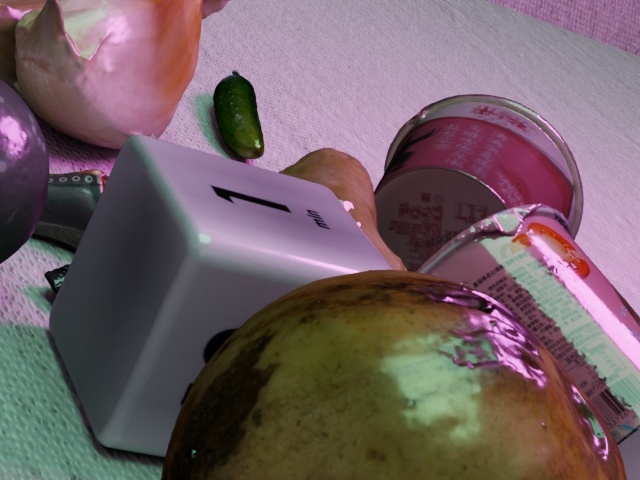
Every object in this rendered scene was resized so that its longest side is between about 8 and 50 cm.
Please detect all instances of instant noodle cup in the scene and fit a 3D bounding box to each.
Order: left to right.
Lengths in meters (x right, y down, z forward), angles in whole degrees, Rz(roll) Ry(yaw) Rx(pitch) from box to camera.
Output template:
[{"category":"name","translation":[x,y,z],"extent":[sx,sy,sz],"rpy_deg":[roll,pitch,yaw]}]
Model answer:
[{"category":"instant noodle cup","translation":[0.153,-0.023,1.808],"extent":[0.235,0.234,0.178],"rpy_deg":[29,29,9]},{"category":"instant noodle cup","translation":[0.197,0.129,1.442],"extent":[0.243,0.243,0.231],"rpy_deg":[2,37,-49]}]

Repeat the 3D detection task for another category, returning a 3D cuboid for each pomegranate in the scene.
[{"category":"pomegranate","translation":[0.053,0.168,1.073],"extent":[0.322,0.322,0.322],"rpy_deg":[23,19,-9]}]

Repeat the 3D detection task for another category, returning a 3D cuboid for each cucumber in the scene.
[{"category":"cucumber","translation":[-0.103,-0.159,2.065],"extent":[0.056,0.056,0.250],"rpy_deg":[20,21,-17]}]

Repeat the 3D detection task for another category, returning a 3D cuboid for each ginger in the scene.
[{"category":"ginger","translation":[0.000,0.000,1.665],"extent":[0.152,0.138,0.267],"rpy_deg":[29,26,-39]}]

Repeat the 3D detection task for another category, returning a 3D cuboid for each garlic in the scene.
[{"category":"garlic","translation":[-0.260,-0.228,1.815],"extent":[0.286,0.249,0.313],"rpy_deg":[43,40,0]}]

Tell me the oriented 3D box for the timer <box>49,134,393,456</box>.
[{"category":"timer","translation":[-0.079,0.054,1.327],"extent":[0.195,0.192,0.194],"rpy_deg":[14,22,-31]}]

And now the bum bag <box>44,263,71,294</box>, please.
[{"category":"bum bag","translation":[-0.198,0.034,1.471],"extent":[0.058,0.034,0.124],"rpy_deg":[43,22,6]}]

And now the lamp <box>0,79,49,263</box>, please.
[{"category":"lamp","translation":[-0.372,-0.073,1.325],"extent":[0.314,0.182,0.182],"rpy_deg":[16,21,-13]}]

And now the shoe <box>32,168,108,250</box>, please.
[{"category":"shoe","translation":[-0.235,-0.039,1.547],"extent":[0.194,0.077,0.074],"rpy_deg":[25,20,-4]}]
